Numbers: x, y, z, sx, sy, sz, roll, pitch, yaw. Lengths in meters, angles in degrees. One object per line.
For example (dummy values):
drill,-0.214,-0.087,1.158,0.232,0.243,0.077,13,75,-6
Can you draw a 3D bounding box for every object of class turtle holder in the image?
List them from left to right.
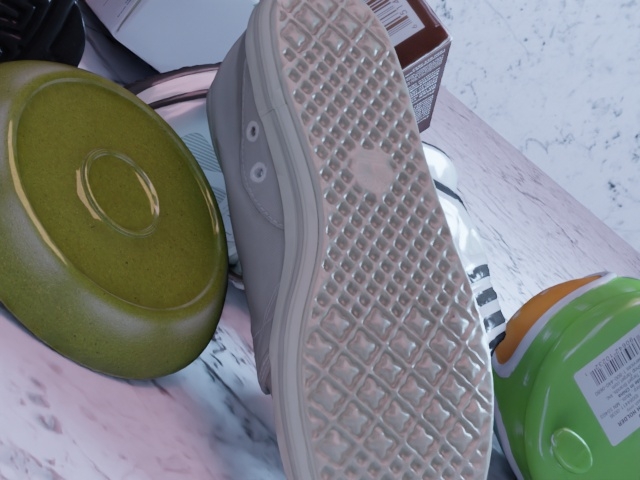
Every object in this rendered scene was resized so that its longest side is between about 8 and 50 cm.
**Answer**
turtle holder,0.299,0.165,1.432,0.320,0.243,0.227,26,2,-25

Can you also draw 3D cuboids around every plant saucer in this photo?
plant saucer,-0.142,-0.024,1.000,0.241,0.037,0.241,34,39,-33

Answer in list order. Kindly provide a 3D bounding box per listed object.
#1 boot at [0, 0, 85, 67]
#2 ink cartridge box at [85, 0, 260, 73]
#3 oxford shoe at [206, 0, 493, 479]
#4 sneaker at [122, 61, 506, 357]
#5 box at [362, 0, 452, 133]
boot,-0.341,-0.266,1.174,0.348,0.131,0.260,35,16,-28
ink cartridge box,-0.138,-0.240,1.610,0.211,0.121,0.289,36,6,-28
oxford shoe,0.010,0.034,1.051,0.169,0.130,0.449,5,63,-34
sneaker,0.011,0.015,1.230,0.447,0.169,0.257,12,42,-46
box,0.041,-0.221,1.791,0.191,0.143,0.381,56,-7,8
